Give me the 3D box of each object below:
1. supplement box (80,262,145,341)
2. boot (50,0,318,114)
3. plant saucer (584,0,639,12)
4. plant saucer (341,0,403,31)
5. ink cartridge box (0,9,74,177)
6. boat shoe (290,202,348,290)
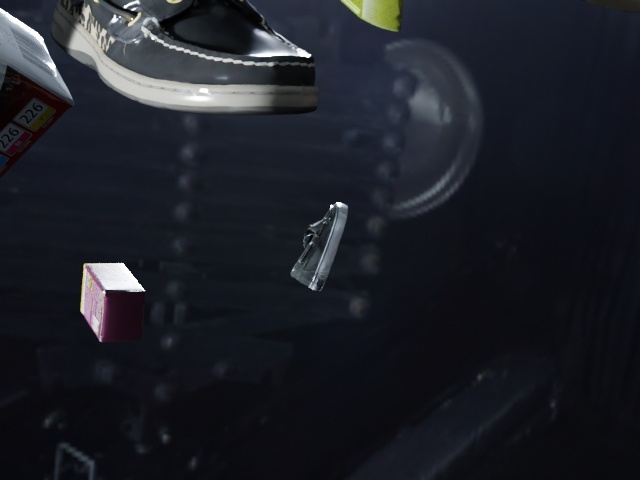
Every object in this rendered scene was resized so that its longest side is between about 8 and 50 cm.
[{"bbox_3d":[-0.207,0.060,1.216,0.043,0.055,0.083,0,-161,-25],"label":"supplement box"},{"bbox_3d":[-0.115,-0.271,1.050,0.138,0.284,0.377,-2,-159,-32],"label":"boot"},{"bbox_3d":[0.306,-0.327,1.156,0.332,0.332,0.084,13,-118,8],"label":"plant saucer"},{"bbox_3d":[0.031,-0.373,1.548,0.045,0.188,0.188,-31,-120,-21],"label":"plant saucer"},{"bbox_3d":[-0.448,-0.119,1.165,0.272,0.309,0.130,32,-160,-48],"label":"ink cartridge box"},{"bbox_3d":[0.000,0.000,1.394,0.040,0.049,0.142,22,-141,-3],"label":"boat shoe"}]
